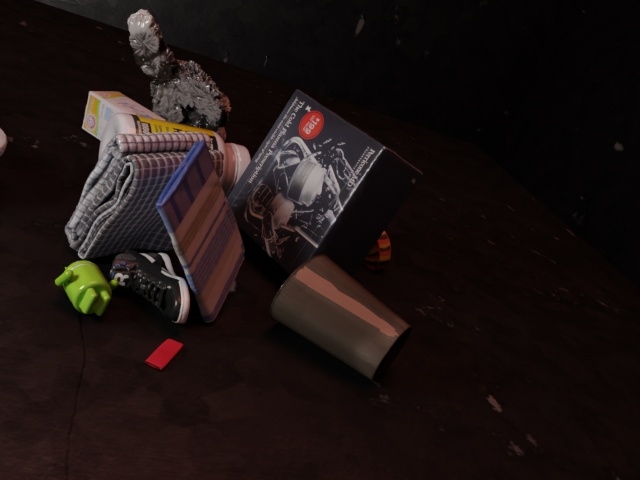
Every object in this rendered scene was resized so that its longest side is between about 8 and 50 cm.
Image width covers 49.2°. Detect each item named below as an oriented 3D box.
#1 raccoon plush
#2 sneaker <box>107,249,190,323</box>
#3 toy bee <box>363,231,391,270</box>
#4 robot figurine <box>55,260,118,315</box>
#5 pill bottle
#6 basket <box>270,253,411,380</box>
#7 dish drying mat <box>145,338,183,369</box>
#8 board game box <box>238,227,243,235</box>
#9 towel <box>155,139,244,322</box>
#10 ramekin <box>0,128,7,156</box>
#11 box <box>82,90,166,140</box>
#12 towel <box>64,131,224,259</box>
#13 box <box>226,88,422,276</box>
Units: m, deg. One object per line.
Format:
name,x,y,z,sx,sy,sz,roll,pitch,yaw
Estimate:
raccoon plush,-0.390,-0.483,2.083,0.216,0.447,0.299,-11,24,3
sneaker,-0.318,0.085,1.261,0.121,0.079,0.217,5,20,-29
toy bee,0.070,-0.058,1.827,0.298,0.162,0.195,27,24,11
robot figurine,-0.400,0.079,1.196,0.101,0.067,0.115,15,21,-44
pill bottle,-0.346,-0.188,1.689,0.333,0.188,0.188,6,27,-34
basket,0.048,0.153,1.351,0.226,0.154,0.204,35,22,20
dish drying mat,-0.258,0.188,1.161,0.032,0.008,0.083,24,23,5
board game box,-0.244,-0.011,1.600,0.126,0.026,0.186,19,23,-7
towel,-0.214,-0.014,1.283,0.034,0.285,0.209,0,41,18
ramekin,-0.759,-0.176,1.340,0.272,0.127,0.273,23,20,-9
box,-0.534,-0.315,1.896,0.203,0.114,0.103,33,26,24
towel,-0.341,-0.080,1.356,0.121,0.284,0.235,51,34,15
box,-0.004,-0.112,1.597,0.312,0.343,0.179,40,11,36
